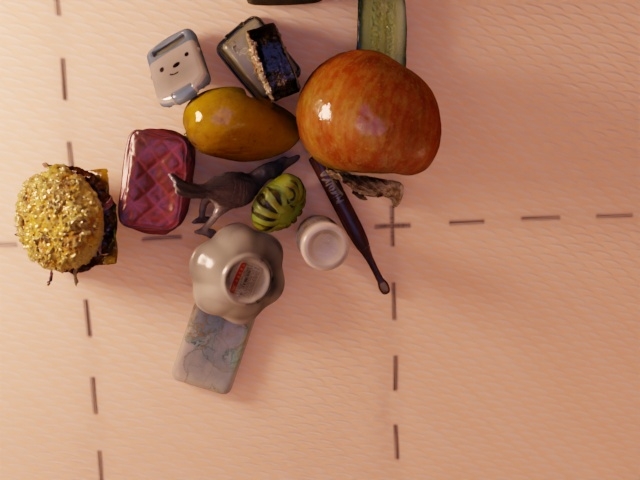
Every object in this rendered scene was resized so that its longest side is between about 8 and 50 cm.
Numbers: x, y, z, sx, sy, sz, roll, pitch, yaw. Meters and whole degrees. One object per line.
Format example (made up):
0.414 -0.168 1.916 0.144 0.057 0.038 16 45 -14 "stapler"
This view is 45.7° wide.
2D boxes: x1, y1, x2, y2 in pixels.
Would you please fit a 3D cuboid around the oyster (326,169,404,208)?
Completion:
0.097 -0.129 1.682 0.106 0.200 0.061 37 107 31 "oyster"

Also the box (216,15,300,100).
-0.130 -0.386 1.618 0.124 0.093 0.172 -41 101 0 "box"

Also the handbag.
-0.347 -0.126 1.613 0.146 0.135 0.225 8 94 -6 "handbag"

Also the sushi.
-0.099 -0.360 1.534 0.078 0.090 0.150 -21 102 0 "sushi"

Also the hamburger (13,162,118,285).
-0.532 -0.034 1.568 0.243 0.138 0.262 -9 95 27 "hamburger"

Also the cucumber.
0.130 -0.488 1.649 0.115 0.063 0.244 2 98 -14 "cucumber"

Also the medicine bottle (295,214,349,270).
0.000 0.000 1.643 0.102 0.187 0.103 -1 99 -7 "medicine bottle"

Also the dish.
-0.166 0.079 1.636 0.229 0.081 0.229 -4 102 -21 "dish"

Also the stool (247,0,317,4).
-0.071 -0.623 1.515 0.170 0.243 0.270 -4 99 -7 "stool"

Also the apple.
0.107 -0.262 1.571 0.309 0.277 0.250 4 92 -43 "apple"

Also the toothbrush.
0.072 -0.036 1.722 0.041 0.041 0.364 -29 100 -2 "toothbrush"

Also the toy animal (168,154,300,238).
-0.213 -0.092 1.609 0.081 0.367 0.206 51 128 17 "toy animal"

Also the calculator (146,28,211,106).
-0.295 -0.358 1.571 0.121 0.210 0.039 -27 143 8 "calculator"

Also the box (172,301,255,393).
-0.229 0.200 1.721 0.142 0.044 0.285 18 95 -5 "box"

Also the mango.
-0.162 -0.241 1.598 0.262 0.130 0.167 9 143 -40 "mango"

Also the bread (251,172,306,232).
-0.087 -0.077 1.654 0.139 0.071 0.130 -26 142 -39 "bread"
